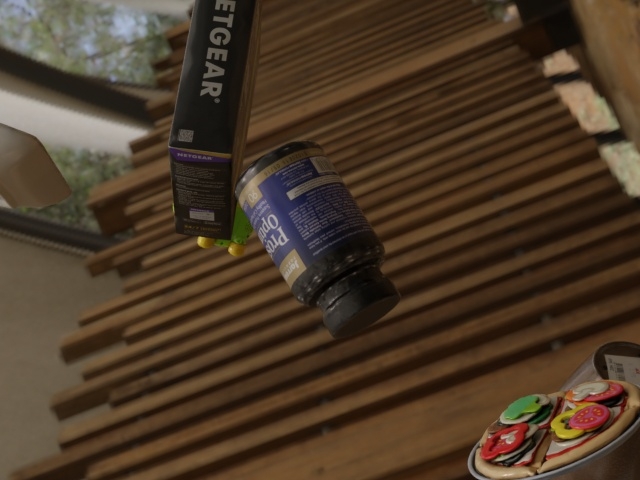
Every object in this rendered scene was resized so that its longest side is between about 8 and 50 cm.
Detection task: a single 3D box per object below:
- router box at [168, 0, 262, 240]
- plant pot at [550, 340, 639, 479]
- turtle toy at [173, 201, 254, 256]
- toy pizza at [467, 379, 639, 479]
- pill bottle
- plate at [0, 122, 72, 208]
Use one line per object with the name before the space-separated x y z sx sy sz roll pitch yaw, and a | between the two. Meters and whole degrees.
router box | -0.132 -0.190 1.527 0.243 0.080 0.309 100 177 -64
plant pot | 0.397 0.258 1.610 0.215 0.215 0.231 -103 16 -50
turtle toy | -0.153 -0.036 1.724 0.066 0.130 0.095 -138 65 -68
toy pizza | 0.243 0.190 1.218 0.201 0.201 0.032 -74 -42 -79
pill bottle | 0.000 0.000 1.384 0.219 0.122 0.123 58 -176 17
plate | -0.365 -0.089 1.014 0.278 0.277 0.045 131 158 -80
